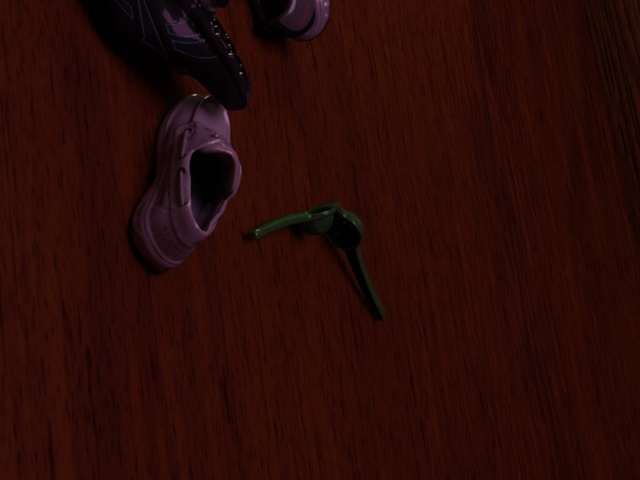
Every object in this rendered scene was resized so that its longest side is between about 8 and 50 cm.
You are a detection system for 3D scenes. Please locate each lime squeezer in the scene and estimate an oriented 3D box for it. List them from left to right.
[{"bbox_3d":[0.000,0.000,2.219,0.310,0.059,0.110,34,74,-52],"label":"lime squeezer"}]

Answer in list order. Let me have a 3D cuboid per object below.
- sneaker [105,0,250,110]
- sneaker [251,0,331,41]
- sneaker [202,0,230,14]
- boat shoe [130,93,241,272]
[{"bbox_3d":[-0.177,-0.247,1.982,0.267,0.106,0.101,54,6,-24],"label":"sneaker"},{"bbox_3d":[-0.067,-0.396,2.299,0.108,0.100,0.271,-11,82,-58],"label":"sneaker"},{"bbox_3d":[-0.208,-0.358,2.040,0.275,0.107,0.110,40,20,-52],"label":"sneaker"},{"bbox_3d":[-0.130,-0.077,1.960,0.098,0.096,0.277,49,32,-30],"label":"boat shoe"}]
